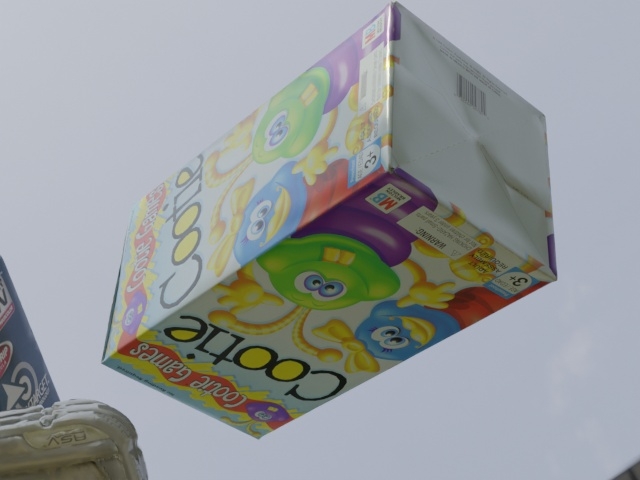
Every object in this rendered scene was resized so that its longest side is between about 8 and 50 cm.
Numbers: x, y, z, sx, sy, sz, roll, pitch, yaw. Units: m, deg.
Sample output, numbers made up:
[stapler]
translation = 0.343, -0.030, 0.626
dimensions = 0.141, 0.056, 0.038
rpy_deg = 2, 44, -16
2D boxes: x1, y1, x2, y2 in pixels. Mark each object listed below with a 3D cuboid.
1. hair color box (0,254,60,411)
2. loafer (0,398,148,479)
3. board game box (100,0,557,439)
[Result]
[hair color box]
translation = -0.341, 0.191, 1.200
dimensions = 0.174, 0.105, 0.347
rpy_deg = -6, -61, 17
[loafer]
translation = -0.246, 0.160, 0.638
dimensions = 0.320, 0.112, 0.111
rpy_deg = -8, -88, -4
[board game box]
translation = 0.000, 0.000, 0.814
dimensions = 0.144, 0.142, 0.275
rpy_deg = 31, -45, -30
